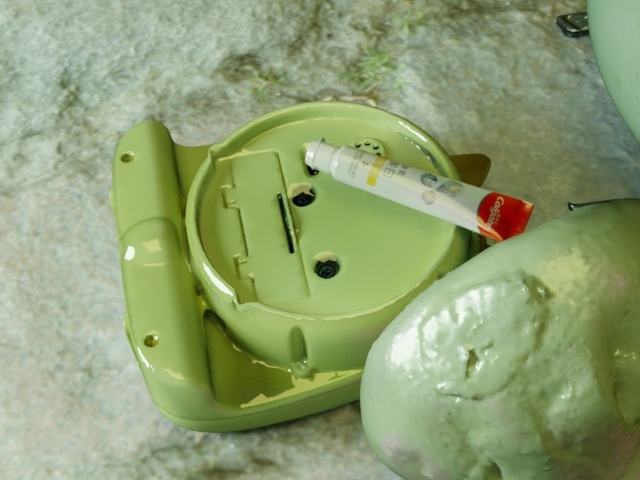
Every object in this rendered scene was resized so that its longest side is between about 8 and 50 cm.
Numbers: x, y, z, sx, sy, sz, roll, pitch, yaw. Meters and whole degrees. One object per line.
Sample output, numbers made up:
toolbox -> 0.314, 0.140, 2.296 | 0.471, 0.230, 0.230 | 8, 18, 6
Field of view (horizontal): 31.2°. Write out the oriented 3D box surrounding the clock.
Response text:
clock -> 0.000, 0.000, 1.001 | 0.348, 0.117, 0.286 | -12, 55, -4

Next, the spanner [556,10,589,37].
spanner -> 0.409, -0.259, 1.209 | 0.325, 0.026, 0.093 | -11, 54, -2

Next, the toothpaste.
toothpaste -> 0.078, -0.043, 0.940 | 0.190, 0.031, 0.048 | 20, 55, 13

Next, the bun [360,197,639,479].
bun -> 0.177, 0.112, 0.817 | 0.293, 0.293, 0.187 | -25, 62, -13

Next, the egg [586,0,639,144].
egg -> 0.389, -0.171, 0.994 | 0.276, 0.276, 0.389 | -22, 62, -11
